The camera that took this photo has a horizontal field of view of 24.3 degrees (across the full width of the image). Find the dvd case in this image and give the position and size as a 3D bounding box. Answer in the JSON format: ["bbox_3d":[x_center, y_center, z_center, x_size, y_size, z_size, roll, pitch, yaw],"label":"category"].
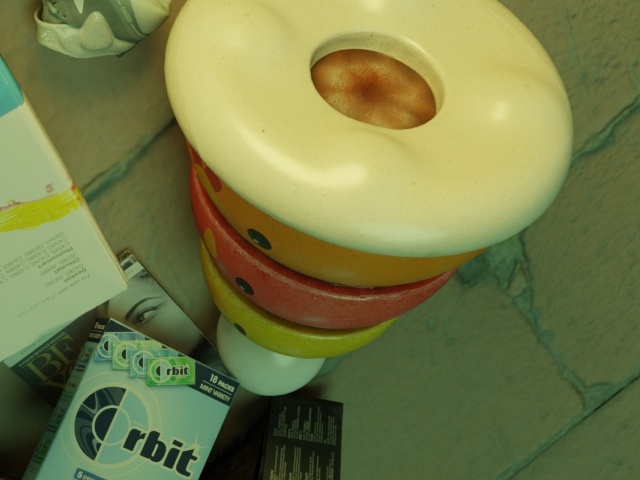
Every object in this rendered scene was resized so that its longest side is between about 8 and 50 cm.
[{"bbox_3d":[-0.203,0.123,1.509,0.164,0.018,0.221,-37,134,-1],"label":"dvd case"}]

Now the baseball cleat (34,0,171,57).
[{"bbox_3d":[-0.213,-0.214,1.204,0.109,0.072,0.206,-41,131,13],"label":"baseball cleat"}]

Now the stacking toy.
[{"bbox_3d":[0.000,0.000,1.378,0.351,0.350,0.480,-10,143,-24],"label":"stacking toy"}]

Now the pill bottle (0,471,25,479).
[{"bbox_3d":[-0.249,0.325,1.528,0.319,0.176,0.176,3,122,-32],"label":"pill bottle"}]

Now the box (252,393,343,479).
[{"bbox_3d":[-0.046,0.405,1.565,0.097,0.395,0.318,11,123,-5],"label":"box"}]

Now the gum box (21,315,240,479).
[{"bbox_3d":[-0.184,0.190,1.447,0.157,0.041,0.184,30,76,-25],"label":"gum box"}]

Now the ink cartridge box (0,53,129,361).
[{"bbox_3d":[-0.314,-0.054,1.179,0.197,0.198,0.270,-31,134,-7],"label":"ink cartridge box"}]
